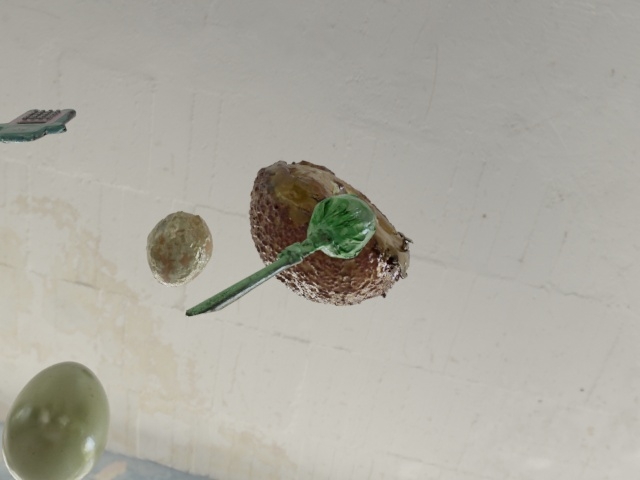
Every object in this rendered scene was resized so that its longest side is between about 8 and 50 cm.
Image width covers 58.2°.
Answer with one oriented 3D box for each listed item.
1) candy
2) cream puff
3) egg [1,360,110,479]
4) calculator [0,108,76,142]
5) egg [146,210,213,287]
[{"bbox_3d":[-0.040,0.023,0.731,0.097,0.323,0.097,22,-53,33],"label":"candy"},{"bbox_3d":[0.000,-0.002,1.111,0.350,0.350,0.229,34,-73,-15],"label":"cream puff"},{"bbox_3d":[-0.506,0.352,1.115,0.188,0.254,0.189,-7,-42,-6],"label":"egg"},{"bbox_3d":[-0.378,-0.153,0.760,0.094,0.141,0.019,-2,-63,-2],"label":"calculator"},{"bbox_3d":[-0.421,0.027,1.713,0.194,0.195,0.233,20,-77,-4],"label":"egg"}]
